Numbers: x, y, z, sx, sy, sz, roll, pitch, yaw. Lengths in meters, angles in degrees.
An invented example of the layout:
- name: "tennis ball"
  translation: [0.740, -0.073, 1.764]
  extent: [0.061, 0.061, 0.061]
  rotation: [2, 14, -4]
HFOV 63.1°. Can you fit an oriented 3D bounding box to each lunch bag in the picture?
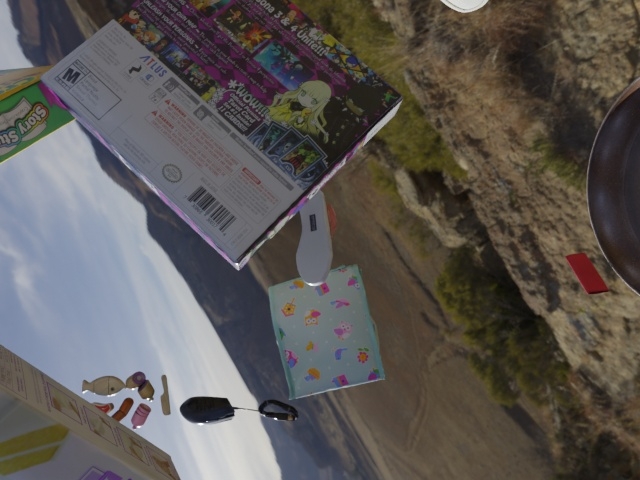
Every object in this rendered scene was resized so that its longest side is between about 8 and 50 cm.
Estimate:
- name: "lunch bag"
  translation: [0.012, 0.198, 1.164]
  extent: [0.160, 0.223, 0.262]
  rotation: [60, -163, -77]

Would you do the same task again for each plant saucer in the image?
- name: "plant saucer"
  translation: [0.446, -0.064, 0.608]
  extent: [0.310, 0.050, 0.310]
  rotation: [176, 90, -76]

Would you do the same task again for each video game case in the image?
- name: "video game case"
  translation: [-0.082, -0.126, 0.459]
  extent: [0.232, 0.210, 0.042]
  rotation: [42, 166, 6]

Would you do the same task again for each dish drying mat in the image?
- name: "dish drying mat"
  translation: [0.402, 0.050, 0.788]
  extent: [0.083, 0.032, 0.008]
  rotation: [-93, -4, -50]

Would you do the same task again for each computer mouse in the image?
- name: "computer mouse"
  translation: [-0.165, 0.355, 1.058]
  extent: [0.041, 0.242, 0.071]
  rotation: [-92, 6, -56]

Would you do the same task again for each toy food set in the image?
- name: "toy food set"
  translation: [-0.272, 0.224, 0.721]
  extent: [0.019, 0.122, 0.077]
  rotation: [51, -150, -81]

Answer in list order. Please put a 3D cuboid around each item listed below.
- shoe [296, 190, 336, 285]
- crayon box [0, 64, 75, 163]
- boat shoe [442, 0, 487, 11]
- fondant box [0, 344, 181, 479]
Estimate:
- name: "shoe"
  translation: [0.000, 0.000, 0.920]
  extent: [0.081, 0.064, 0.178]
  rotation: [43, -140, -62]
- name: "crayon box"
  translation: [-0.680, -0.217, 0.995]
  extent: [0.313, 0.363, 0.106]
  rotation: [7, 132, 32]
- name: "boat shoe"
  translation: [0.182, -0.451, 0.776]
  extent: [0.254, 0.095, 0.079]
  rotation: [30, -128, -41]
- name: "fondant box"
  translation: [-0.326, 0.266, 0.518]
  extent: [0.096, 0.238, 0.330]
  rotation: [29, 160, 50]
